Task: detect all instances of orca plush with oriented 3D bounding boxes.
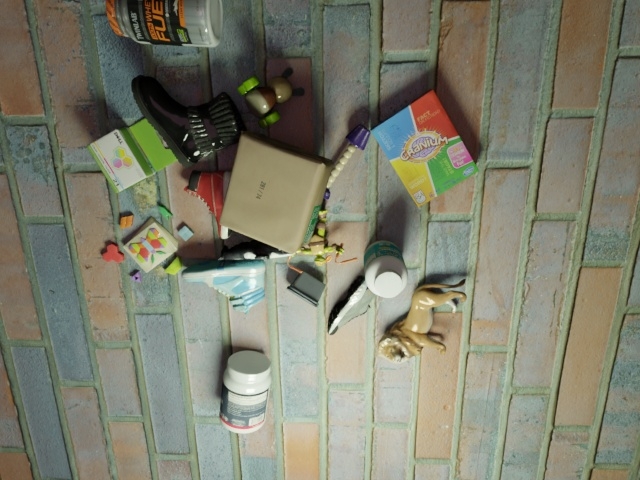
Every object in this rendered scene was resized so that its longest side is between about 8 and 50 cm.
[{"bbox_3d":[-0.236,0.010,1.701,0.287,0.151,0.102,-2,97,28],"label":"orca plush"}]

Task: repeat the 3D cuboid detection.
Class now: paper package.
[{"bbox_3d":[-0.147,-0.163,1.580,0.309,0.168,0.325,22,107,13],"label":"paper package"}]

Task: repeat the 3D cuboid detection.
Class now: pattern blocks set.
[{"bbox_3d":[-0.646,0.021,1.776,0.285,0.026,0.325,37,106,-9],"label":"pattern blocks set"}]

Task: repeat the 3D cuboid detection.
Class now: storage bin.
[{"bbox_3d":[-0.049,0.179,1.768,0.135,0.098,0.091,33,79,-7],"label":"storage bin"}]

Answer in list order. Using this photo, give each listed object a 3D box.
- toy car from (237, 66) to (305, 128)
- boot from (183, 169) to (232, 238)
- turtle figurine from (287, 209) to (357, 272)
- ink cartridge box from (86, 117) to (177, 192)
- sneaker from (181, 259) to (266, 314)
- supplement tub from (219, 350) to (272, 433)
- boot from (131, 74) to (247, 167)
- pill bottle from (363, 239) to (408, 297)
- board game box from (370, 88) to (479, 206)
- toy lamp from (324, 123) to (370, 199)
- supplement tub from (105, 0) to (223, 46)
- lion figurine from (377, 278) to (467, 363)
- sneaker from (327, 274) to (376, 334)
[{"bbox_3d":[-0.150,-0.491,1.556,0.188,0.149,0.155,-37,108,-16],"label":"toy car"},{"bbox_3d":[-0.401,-0.129,1.687,0.176,0.088,0.245,1,100,3],"label":"boot"},{"bbox_3d":[0.000,0.000,1.701,0.269,0.087,0.218,-4,98,21],"label":"turtle figurine"},{"bbox_3d":[-0.640,-0.310,1.634,0.255,0.097,0.189,-25,105,11],"label":"ink cartridge box"},{"bbox_3d":[-0.356,0.184,1.761,0.318,0.127,0.209,-3,106,5],"label":"sneaker"},{"bbox_3d":[-0.295,0.597,1.854,0.191,0.191,0.273,9,108,0],"label":"supplement tub"},{"bbox_3d":[-0.426,-0.438,1.560,0.260,0.131,0.348,-25,115,17],"label":"boot"},{"bbox_3d":[0.226,0.104,1.631,0.146,0.264,0.146,1,108,2],"label":"pill bottle"},{"bbox_3d":[0.352,-0.309,1.598,0.242,0.064,0.317,-32,103,12],"label":"board game box"},{"bbox_3d":[0.075,-0.274,1.618,0.080,0.080,0.275,35,107,-8],"label":"toy lamp"},{"bbox_3d":[-0.475,-0.706,1.448,0.315,0.194,0.194,3,108,2],"label":"supplement tub"},{"bbox_3d":[0.379,0.294,1.769,0.240,0.142,0.393,19,94,5],"label":"lion figurine"},{"bbox_3d":[0.119,0.264,1.777,0.108,0.100,0.272,34,106,-13],"label":"sneaker"}]
